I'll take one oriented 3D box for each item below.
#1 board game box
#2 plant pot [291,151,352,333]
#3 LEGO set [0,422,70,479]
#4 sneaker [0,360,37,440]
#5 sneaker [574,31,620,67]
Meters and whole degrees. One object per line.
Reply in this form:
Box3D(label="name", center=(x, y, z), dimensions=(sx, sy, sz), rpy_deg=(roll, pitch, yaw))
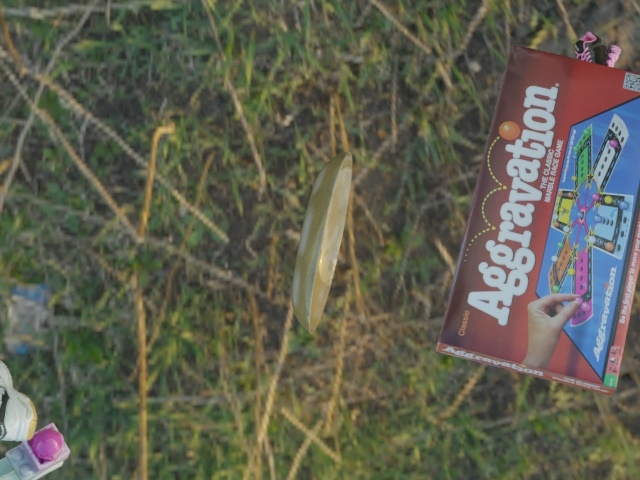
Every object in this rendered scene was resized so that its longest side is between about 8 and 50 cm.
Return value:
Box3D(label="board game box", center=(0.197, -0.023, 1.124), dimensions=(0.145, 0.281, 0.027), rpy_deg=(13, 159, 6))
Box3D(label="plant pot", center=(0.000, 0.000, 1.731), dimensions=(0.032, 0.236, 0.236), rpy_deg=(13, 127, 6))
Box3D(label="LEGO set", center=(-0.140, 0.255, 0.848), dimensions=(0.132, 0.287, 0.107), rpy_deg=(-38, 171, -17))
Box3D(label="sneaker", center=(-0.208, 0.096, 0.837), dimensions=(0.037, 0.083, 0.032), rpy_deg=(-2, 112, -39))
Box3D(label="sneaker", center=(0.327, -0.215, 1.646), dimensions=(0.057, 0.119, 0.047), rpy_deg=(42, 125, -12))
